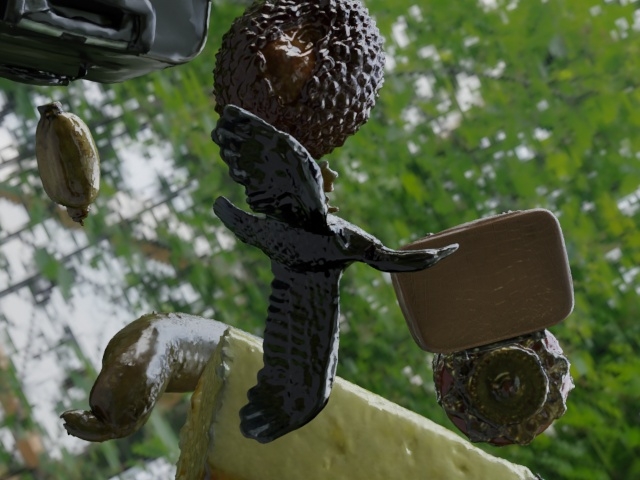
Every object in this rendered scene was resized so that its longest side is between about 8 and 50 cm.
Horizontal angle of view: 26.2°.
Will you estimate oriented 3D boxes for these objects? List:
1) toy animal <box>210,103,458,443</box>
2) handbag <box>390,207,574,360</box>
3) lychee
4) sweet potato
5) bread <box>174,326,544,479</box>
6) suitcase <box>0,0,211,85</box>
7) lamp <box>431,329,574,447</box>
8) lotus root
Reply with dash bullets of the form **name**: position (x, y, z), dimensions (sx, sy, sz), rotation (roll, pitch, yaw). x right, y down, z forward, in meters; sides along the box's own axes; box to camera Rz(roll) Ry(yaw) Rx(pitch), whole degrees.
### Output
- **toy animal**: position (0.003, -0.008, 1.102), dimensions (0.160, 0.197, 0.273), rotation (-112, -168, -58)
- **handbag**: position (0.184, 0.051, 1.540), dimensions (0.072, 0.193, 0.151), rotation (135, -61, -85)
- **lychee**: position (-0.024, -0.164, 1.442), dimensions (0.188, 0.188, 0.188), rotation (52, -22, 31)
- **sweet potato**: position (-0.156, 0.130, 1.457), dimensions (0.124, 0.310, 0.098), rotation (47, -55, 25)
- **bread**: position (0.024, 0.299, 1.198), dimensions (0.405, 0.346, 0.242), rotation (20, -29, 3)
- **suitcase**: position (-0.222, -0.340, 1.116), dimensions (0.194, 0.283, 0.434), rotation (-7, -102, 54)
- **lamp**: position (0.227, 0.169, 1.739), dimensions (0.177, 0.177, 0.274), rotation (63, 3, 2)
- **lotus root**: position (-0.273, -0.082, 1.503), dimensions (0.072, 0.063, 0.152), rotation (6, -61, 26)
